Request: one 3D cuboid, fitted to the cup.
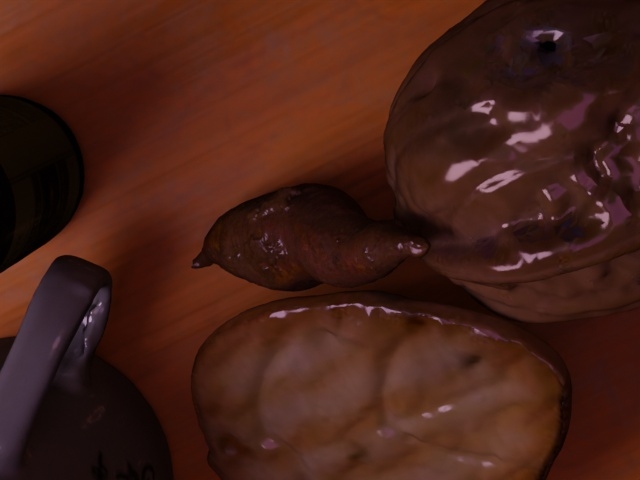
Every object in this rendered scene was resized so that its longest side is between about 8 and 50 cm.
[{"bbox_3d":[-0.186,0.137,1.078,0.186,0.234,0.258,19,100,2],"label":"cup"}]

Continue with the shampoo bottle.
[{"bbox_3d":[-0.210,-0.019,1.022,0.101,0.284,0.101,1,100,6],"label":"shampoo bottle"}]

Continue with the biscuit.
[{"bbox_3d":[0.037,0.108,1.093,0.260,0.041,0.203,-24,108,36],"label":"biscuit"}]

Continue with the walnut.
[{"bbox_3d":[0.149,-0.055,1.023,0.245,0.198,0.198,-23,97,18],"label":"walnut"}]

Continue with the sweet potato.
[{"bbox_3d":[0.004,-0.003,1.075,0.068,0.226,0.068,1,88,-36],"label":"sweet potato"}]
